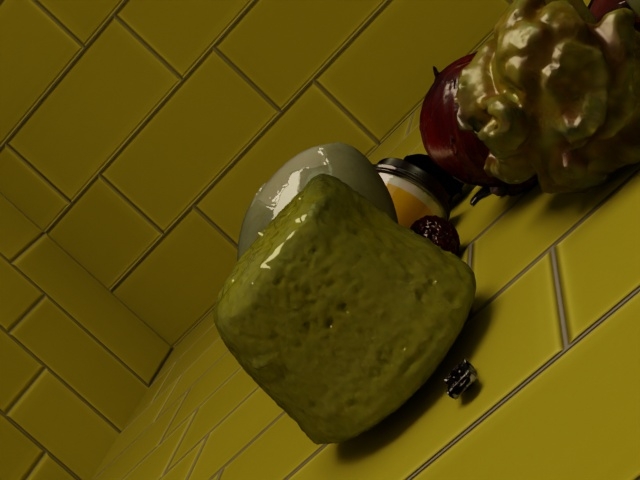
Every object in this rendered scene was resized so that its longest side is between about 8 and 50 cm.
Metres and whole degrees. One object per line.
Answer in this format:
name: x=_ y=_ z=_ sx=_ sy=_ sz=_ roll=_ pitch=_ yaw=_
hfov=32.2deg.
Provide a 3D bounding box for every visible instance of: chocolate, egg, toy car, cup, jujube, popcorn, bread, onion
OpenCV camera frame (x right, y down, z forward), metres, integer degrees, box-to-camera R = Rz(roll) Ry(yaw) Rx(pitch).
chocolate: x=0.222 y=-0.094 z=2.289 sx=0.156 sy=0.156 sz=0.133 roll=-62 pitch=-15 yaw=-62
egg: x=0.000 y=0.000 z=1.893 sx=0.278 sy=0.278 sz=0.336 roll=176 pitch=108 yaw=-79
toy car: x=0.178 y=0.176 z=1.394 sx=0.041 sy=0.025 sz=0.093 roll=-47 pitch=4 yaw=9
cup: x=0.119 y=-0.008 z=2.124 sx=0.280 sy=0.196 sz=0.196 roll=-60 pitch=12 yaw=-24
jujube: x=0.188 y=0.023 z=1.907 sx=0.104 sy=0.104 sz=0.166 roll=-41 pitch=22 yaw=39
popcorn: x=0.368 y=-0.219 z=1.590 sx=0.290 sy=0.325 sz=0.321 roll=29 pitch=101 yaw=58
bread: x=0.025 y=0.094 z=1.594 sx=0.348 sy=0.308 sz=0.348 roll=-45 pitch=12 yaw=12
onion: x=0.308 y=-0.204 z=1.874 sx=0.276 sy=0.276 sz=0.276 roll=-46 pitch=8 yaw=8

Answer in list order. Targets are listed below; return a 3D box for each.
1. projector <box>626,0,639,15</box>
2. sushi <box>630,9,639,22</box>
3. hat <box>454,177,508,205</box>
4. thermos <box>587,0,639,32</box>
projector: x=0.532 y=-0.365 z=1.276 sx=0.248 sy=0.248 sz=0.249 roll=-68 pitch=14 yaw=-15
sushi: x=0.605 y=-0.411 z=1.648 sx=0.332 sy=0.124 sz=0.130 roll=-47 pitch=37 yaw=-1
hat: x=0.318 y=-0.143 z=2.074 sx=0.140 sy=0.129 sz=0.227 roll=-30 pitch=27 yaw=4
thermos: x=0.480 y=-0.381 z=1.762 sx=0.124 sy=0.098 sz=0.232 roll=59 pitch=139 yaw=42
